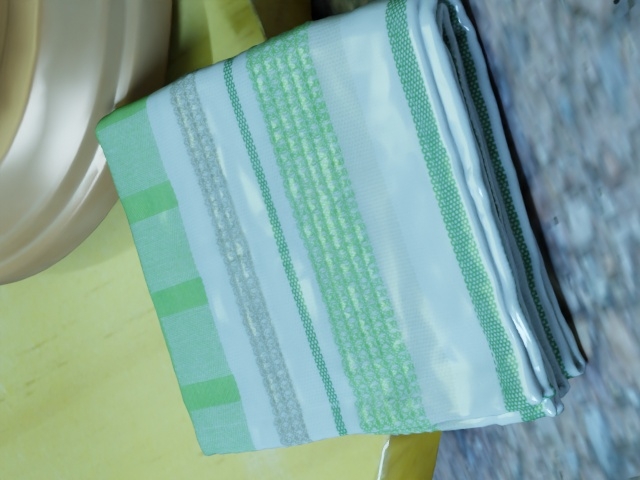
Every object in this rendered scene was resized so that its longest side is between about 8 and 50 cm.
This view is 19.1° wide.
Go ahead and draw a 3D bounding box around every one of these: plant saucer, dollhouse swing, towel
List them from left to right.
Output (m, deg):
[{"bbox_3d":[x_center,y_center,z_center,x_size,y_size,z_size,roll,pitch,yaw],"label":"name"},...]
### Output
[{"bbox_3d":[-0.133,-0.081,0.629,0.200,0.037,0.200,6,100,38],"label":"plant saucer"},{"bbox_3d":[-0.057,-0.004,0.766,0.315,0.305,0.347,-1,-115,-61],"label":"dollhouse swing"},{"bbox_3d":[0.000,0.000,0.524,0.152,0.023,0.113,-14,93,51],"label":"towel"}]
